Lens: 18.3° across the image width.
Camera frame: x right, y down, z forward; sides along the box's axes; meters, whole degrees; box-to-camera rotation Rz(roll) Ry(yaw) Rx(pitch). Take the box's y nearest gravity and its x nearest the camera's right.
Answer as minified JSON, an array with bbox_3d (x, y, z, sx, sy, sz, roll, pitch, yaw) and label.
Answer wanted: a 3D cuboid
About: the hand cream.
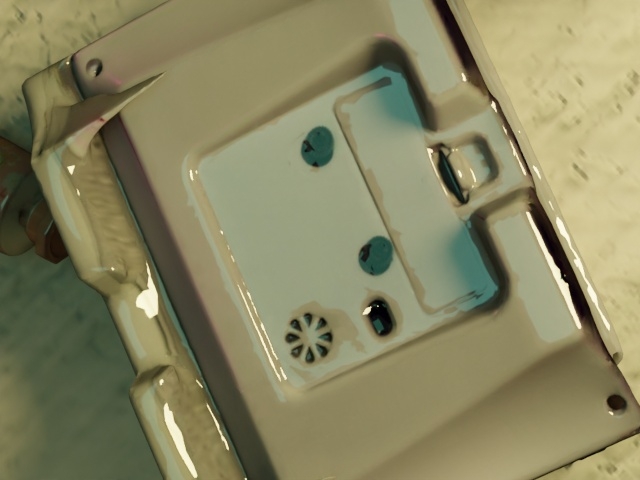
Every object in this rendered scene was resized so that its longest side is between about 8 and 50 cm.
[{"bbox_3d":[-0.194,-0.046,0.886,0.210,0.043,0.067,27,96,23],"label":"hand cream"}]

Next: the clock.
[{"bbox_3d":[0.000,0.000,0.794,0.186,0.083,0.253,-27,81,16],"label":"clock"}]
